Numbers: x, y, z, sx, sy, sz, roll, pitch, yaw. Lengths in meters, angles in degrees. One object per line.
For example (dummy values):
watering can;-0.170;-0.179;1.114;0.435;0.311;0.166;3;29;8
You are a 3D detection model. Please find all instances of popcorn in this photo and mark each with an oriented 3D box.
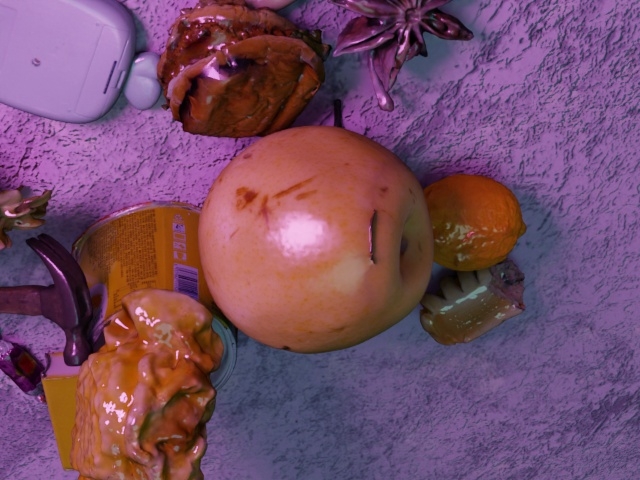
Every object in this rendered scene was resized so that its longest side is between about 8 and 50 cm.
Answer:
popcorn;-0.210;0.220;1.151;0.174;0.225;0.286;9;124;-23

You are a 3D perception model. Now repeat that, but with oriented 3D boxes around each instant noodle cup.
instant noodle cup;-0.225;0.103;1.329;0.264;0.200;0.264;-6;126;-8

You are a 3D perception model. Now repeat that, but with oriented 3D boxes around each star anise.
star anise;0.097;-0.281;1.183;0.209;0.089;0.231;19;119;-32

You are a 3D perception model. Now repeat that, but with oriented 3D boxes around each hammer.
hammer;-0.500;0.083;1.252;0.440;0.044;0.168;-3;99;20

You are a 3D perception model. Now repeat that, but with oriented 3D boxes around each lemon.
lemon;0.203;-0.025;1.354;0.187;0.142;0.142;2;125;-8

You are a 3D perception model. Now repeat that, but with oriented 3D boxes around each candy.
candy;-0.464;0.192;1.445;0.043;0.045;0.175;-1;136;33

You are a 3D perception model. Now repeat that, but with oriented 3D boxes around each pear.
pear;0.000;0.000;1.206;0.309;0.309;0.309;-5;126;-7

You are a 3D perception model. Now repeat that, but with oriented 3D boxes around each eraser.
eraser;-0.348;0.270;1.504;0.158;0.069;0.226;-5;126;-8

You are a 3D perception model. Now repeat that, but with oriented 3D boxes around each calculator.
calculator;-0.335;-0.235;1.162;0.295;0.042;0.184;16;121;-20

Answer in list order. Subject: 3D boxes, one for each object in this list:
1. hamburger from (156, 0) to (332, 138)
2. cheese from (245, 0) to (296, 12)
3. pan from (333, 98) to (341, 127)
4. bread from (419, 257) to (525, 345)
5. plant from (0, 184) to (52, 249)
hamburger;-0.098;-0.195;1.168;0.206;0.130;0.183;9;142;-30
cheese;-0.026;-0.332;1.154;0.192;0.037;0.097;-12;127;-1
pan;0.024;-0.141;1.309;0.068;0.023;0.115;-6;126;-5
bread;0.236;0.090;1.477;0.177;0.084;0.119;-33;123;14
plant;-0.480;-0.057;1.129;0.306;0.261;0.297;-3;126;-22
